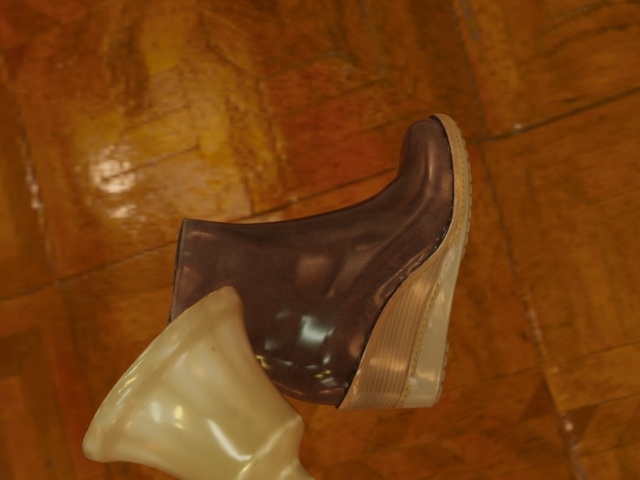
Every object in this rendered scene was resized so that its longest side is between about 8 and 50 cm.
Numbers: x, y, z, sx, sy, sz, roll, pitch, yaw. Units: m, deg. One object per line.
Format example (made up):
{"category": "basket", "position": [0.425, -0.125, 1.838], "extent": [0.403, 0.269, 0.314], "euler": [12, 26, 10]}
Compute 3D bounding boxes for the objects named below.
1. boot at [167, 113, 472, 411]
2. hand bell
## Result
{"category": "boot", "position": [0.000, 0.000, 1.147], "extent": [0.207, 0.090, 0.248], "euler": [11, 67, -8]}
{"category": "hand bell", "position": [0.001, 0.148, 0.843], "extent": [0.242, 0.126, 0.126], "euler": [39, 111, 12]}
